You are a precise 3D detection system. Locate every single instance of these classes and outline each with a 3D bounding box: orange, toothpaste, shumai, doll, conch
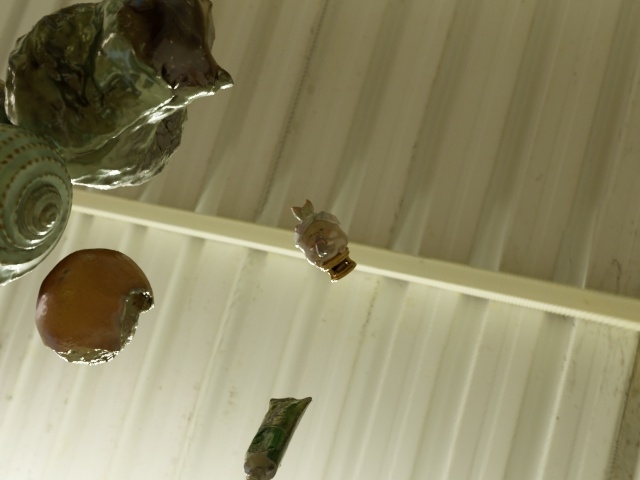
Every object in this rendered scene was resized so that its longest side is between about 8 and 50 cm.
[{"bbox_3d":[-0.283,0.085,0.996,0.134,0.156,0.157,2,-107,26],"label":"orange"},{"bbox_3d":[-0.073,0.307,1.229,0.078,0.248,0.047,-5,-74,13],"label":"toothpaste"},{"bbox_3d":[-0.311,-0.288,1.351,0.323,0.397,0.324,-24,-86,31],"label":"shumai"},{"bbox_3d":[0.000,0.000,1.155,0.073,0.084,0.127,-34,-82,12],"label":"doll"},{"bbox_3d":[-0.510,-0.022,1.106,0.319,0.215,0.303,-9,-150,36],"label":"conch"}]

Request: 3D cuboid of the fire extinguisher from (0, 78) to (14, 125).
[{"bbox_3d":[-0.615,-0.250,1.502,0.311,0.114,0.095,29,-52,38],"label":"fire extinguisher"}]
